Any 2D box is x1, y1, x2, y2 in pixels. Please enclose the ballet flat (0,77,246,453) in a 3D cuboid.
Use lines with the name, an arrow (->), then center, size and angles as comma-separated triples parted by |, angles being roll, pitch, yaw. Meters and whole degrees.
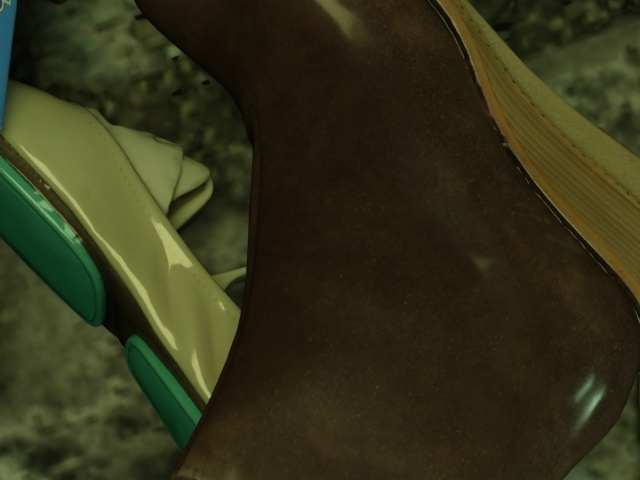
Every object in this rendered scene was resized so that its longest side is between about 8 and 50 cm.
ballet flat -> -0.057, 0.016, 0.658 | 0.086, 0.086, 0.248 | -38, 84, 1

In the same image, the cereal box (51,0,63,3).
cereal box -> -0.050, -0.229, 0.686 | 0.240, 0.047, 0.173 | -29, 84, 2

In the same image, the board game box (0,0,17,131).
board game box -> -0.209, -0.120, 0.653 | 0.210, 0.047, 0.160 | 1, 80, 26

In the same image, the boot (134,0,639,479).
boot -> 0.000, 0.000, 0.600 | 0.248, 0.090, 0.207 | 32, 56, 1

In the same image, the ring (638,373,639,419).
ring -> 0.288, 0.058, 0.634 | 0.337, 0.032, 0.336 | 0, 86, 5
